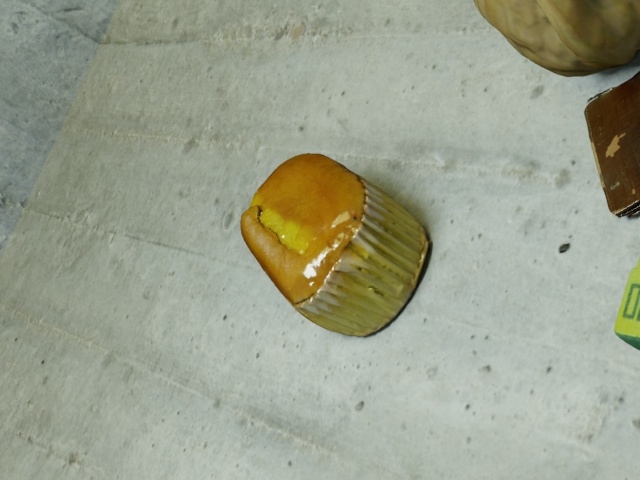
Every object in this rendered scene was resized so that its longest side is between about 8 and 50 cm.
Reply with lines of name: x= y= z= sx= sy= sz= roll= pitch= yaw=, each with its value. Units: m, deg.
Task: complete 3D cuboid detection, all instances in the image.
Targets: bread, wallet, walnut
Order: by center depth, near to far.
wallet: x=0.345 y=-0.108 z=1.513 sx=0.095 sy=0.026 sz=0.176 roll=-34 pitch=41 yaw=28
walnut: x=0.303 y=-0.335 z=1.529 sx=0.296 sy=0.285 sz=0.285 roll=-21 pitch=50 yaw=39
bread: x=0.000 y=0.000 z=1.808 sx=0.204 sy=0.156 sz=0.288 roll=-56 pitch=30 yaw=5

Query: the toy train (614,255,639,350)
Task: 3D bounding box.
toy train: x=0.441 y=0.018 z=1.174 sx=0.369 sy=0.150 sz=0.237 roll=12 pitch=84 yaw=58
